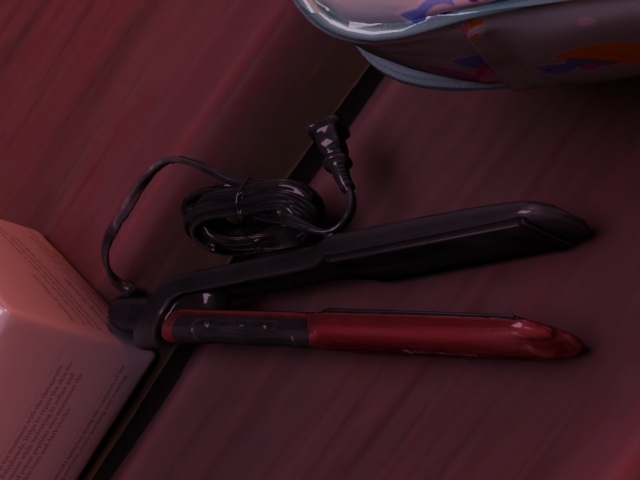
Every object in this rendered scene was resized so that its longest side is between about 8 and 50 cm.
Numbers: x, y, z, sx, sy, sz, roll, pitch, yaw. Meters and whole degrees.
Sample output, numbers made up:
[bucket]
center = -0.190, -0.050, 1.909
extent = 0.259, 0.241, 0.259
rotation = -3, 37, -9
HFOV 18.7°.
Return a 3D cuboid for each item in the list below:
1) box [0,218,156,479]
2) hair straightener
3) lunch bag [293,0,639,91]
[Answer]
[box]
center = -0.145, 0.052, 0.792
extent = 0.102, 0.087, 0.101
rotation = 41, 104, 39
[hair straightener]
center = 0.000, 0.000, 0.727
extent = 0.230, 0.047, 0.089
rotation = -4, 74, 43
[lunch bag]
center = 0.120, -0.169, 0.572
extent = 0.279, 0.108, 0.224
rotation = -9, 80, 14
